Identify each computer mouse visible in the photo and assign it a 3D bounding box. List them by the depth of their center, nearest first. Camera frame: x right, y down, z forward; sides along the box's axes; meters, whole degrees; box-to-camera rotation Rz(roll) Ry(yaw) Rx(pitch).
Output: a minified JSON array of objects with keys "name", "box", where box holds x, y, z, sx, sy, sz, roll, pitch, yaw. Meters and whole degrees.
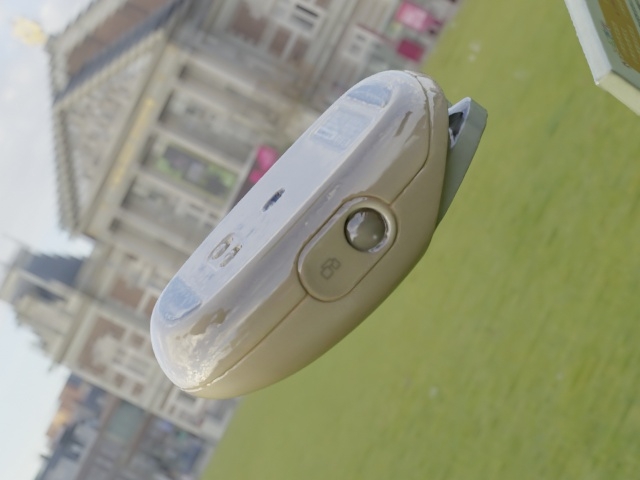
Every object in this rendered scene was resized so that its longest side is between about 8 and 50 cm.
[{"name":"computer mouse","box":[0.000,0.000,0.990,0.236,0.082,0.145,-47,17,-5]}]

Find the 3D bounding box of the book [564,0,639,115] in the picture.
[{"name":"book","box":[0.290,-0.103,1.247,0.020,0.295,0.208,-45,29,27]}]
